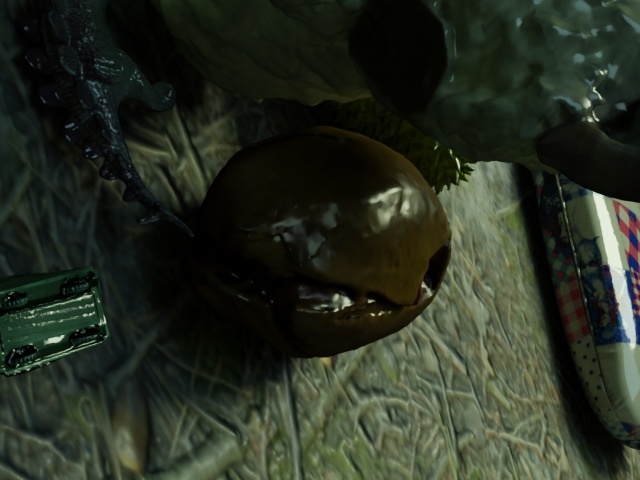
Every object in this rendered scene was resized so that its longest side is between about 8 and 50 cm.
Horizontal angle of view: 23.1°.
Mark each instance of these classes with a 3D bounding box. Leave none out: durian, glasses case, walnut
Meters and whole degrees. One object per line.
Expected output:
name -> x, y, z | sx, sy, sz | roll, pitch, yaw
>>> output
durian -> 0.070, -0.123, 1.082 | 0.198, 0.146, 0.159 | -81, 154, -48
glasses case -> 0.250, 0.026, 1.384 | 0.125, 0.076, 0.328 | 24, 49, -50
walnut -> 0.000, 0.000, 0.924 | 0.245, 0.137, 0.137 | 8, 63, -62

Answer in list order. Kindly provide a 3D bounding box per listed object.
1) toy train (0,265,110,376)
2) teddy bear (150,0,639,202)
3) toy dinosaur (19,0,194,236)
toy train -> -0.141, 0.037, 0.721 | 0.093, 0.056, 0.038 | -19, 104, -62
teddy bear -> 0.077, -0.203, 0.867 | 0.327, 0.362, 0.376 | -13, 101, -52
toy dinosaur -> -0.121, -0.086, 0.857 | 0.082, 0.039, 0.209 | 1, 59, -57
